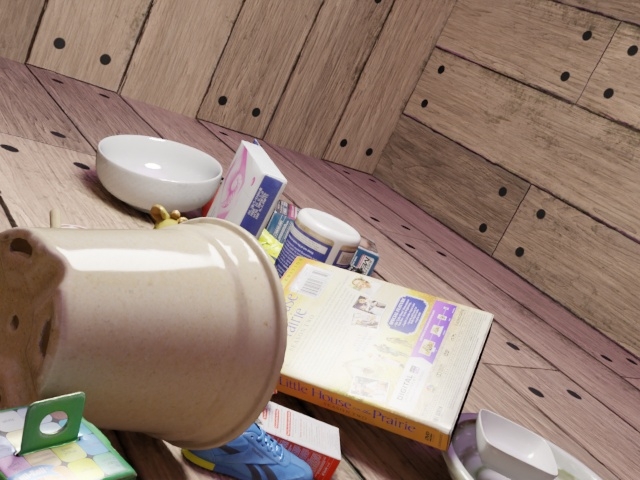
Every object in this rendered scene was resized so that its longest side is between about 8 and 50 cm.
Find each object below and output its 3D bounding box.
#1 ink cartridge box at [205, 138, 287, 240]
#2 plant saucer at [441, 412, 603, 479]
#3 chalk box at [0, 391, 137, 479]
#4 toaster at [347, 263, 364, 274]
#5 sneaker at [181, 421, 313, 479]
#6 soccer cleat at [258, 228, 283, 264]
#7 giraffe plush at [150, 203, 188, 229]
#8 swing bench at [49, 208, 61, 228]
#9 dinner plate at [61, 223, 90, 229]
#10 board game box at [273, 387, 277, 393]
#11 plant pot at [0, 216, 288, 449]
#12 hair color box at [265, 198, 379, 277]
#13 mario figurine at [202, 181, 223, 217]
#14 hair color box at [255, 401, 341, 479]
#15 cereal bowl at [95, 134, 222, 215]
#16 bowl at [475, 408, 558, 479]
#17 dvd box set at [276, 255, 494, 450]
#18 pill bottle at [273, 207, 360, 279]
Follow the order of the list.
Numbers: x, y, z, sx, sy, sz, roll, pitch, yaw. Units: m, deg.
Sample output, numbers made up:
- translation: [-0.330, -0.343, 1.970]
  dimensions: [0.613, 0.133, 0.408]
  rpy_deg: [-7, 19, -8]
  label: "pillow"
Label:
- translation: [-0.208, -0.056, 1.666]
  dimensions: [0.071, 0.324, 0.330]
  rpy_deg: [20, 15, -25]
  label: "ink cartridge box"
- translation: [0.373, 0.462, 1.282]
  dimensions: [0.400, 0.100, 0.400]
  rpy_deg: [24, 16, -7]
  label: "plant saucer"
- translation: [-0.282, 0.249, 0.715]
  dimensions: [0.132, 0.213, 0.132]
  rpy_deg: [34, 17, 29]
  label: "chalk box"
- translation: [0.006, 0.096, 1.918]
  dimensions: [0.186, 0.110, 0.168]
  rpy_deg: [28, 14, 8]
  label: "toaster"
- translation: [-0.096, 0.309, 1.079]
  dimensions: [0.209, 0.082, 0.069]
  rpy_deg: [23, 13, -15]
  label: "sneaker"
- translation: [-0.134, 0.025, 1.808]
  dimensions: [0.289, 0.121, 0.093]
  rpy_deg: [14, 15, 15]
  label: "soccer cleat"
- translation: [-0.295, 0.033, 1.394]
  dimensions: [0.181, 0.170, 0.210]
  rpy_deg: [17, 44, -35]
  label: "giraffe plush"
- translation: [-0.526, 0.052, 1.108]
  dimensions: [0.253, 0.165, 0.254]
  rpy_deg: [16, 23, -35]
  label: "swing bench"
- translation: [-0.508, 0.005, 1.569]
  dimensions: [0.141, 0.017, 0.141]
  rpy_deg: [23, 14, -6]
  label: "dinner plate"
- translation: [-0.163, 0.204, 1.241]
  dimensions: [0.147, 0.045, 0.193]
  rpy_deg: [-13, 27, -9]
  label: "board game box"
- translation: [-0.266, 0.113, 0.937]
  dimensions: [0.334, 0.333, 0.305]
  rpy_deg: [36, 14, 35]
  label: "plant pot"
- translation: [0.000, 0.000, 2.250]
  dimensions: [0.347, 0.105, 0.174]
  rpy_deg: [24, 15, -9]
  label: "hair color box"
- translation: [-0.269, -0.143, 2.156]
  dimensions: [0.198, 0.170, 0.320]
  rpy_deg: [-13, 15, -8]
  label: "mario figurine"
- translation: [-0.054, 0.316, 1.174]
  dimensions: [0.167, 0.053, 0.093]
  rpy_deg: [25, 16, -8]
  label: "hair color box"
- translation: [-0.440, -0.162, 1.965]
  dimensions: [0.339, 0.141, 0.339]
  rpy_deg: [15, 21, -6]
  label: "cereal bowl"
- translation: [0.327, 0.362, 1.251]
  dimensions: [0.142, 0.053, 0.142]
  rpy_deg: [25, 15, 2]
  label: "bowl"
- translation: [0.081, 0.193, 1.369]
  dimensions: [0.420, 0.062, 0.307]
  rpy_deg: [16, 41, 17]
  label: "dvd box set"
- translation: [-0.031, 0.075, 1.629]
  dimensions: [0.153, 0.264, 0.153]
  rpy_deg: [25, 14, -6]
  label: "pill bottle"
